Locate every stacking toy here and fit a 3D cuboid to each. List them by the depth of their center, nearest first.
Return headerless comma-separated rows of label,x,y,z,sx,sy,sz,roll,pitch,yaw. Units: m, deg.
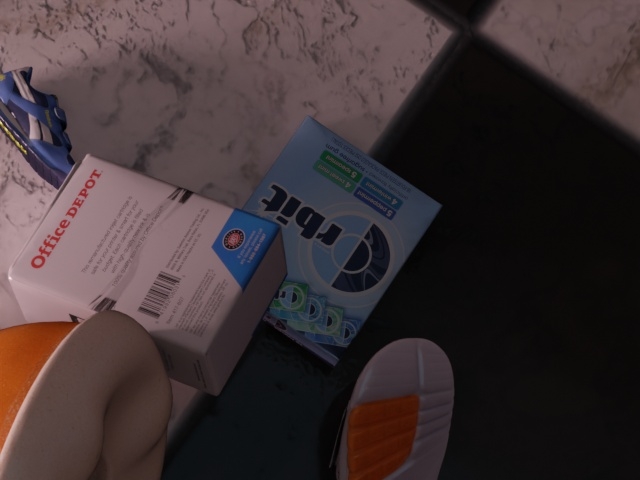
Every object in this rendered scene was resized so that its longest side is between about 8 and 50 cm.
stacking toy,-0.393,0.179,1.669,0.480,0.350,0.350,15,73,13

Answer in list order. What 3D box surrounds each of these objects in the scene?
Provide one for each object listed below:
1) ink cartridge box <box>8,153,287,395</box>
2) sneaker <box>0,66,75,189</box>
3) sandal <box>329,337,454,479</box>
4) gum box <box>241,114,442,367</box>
ink cartridge box,-0.153,0.029,1.779,0.203,0.086,0.148,21,62,18
sneaker,-0.257,-0.103,1.854,0.059,0.053,0.144,-37,85,-18
sandal,0.052,0.216,1.810,0.102,0.076,0.265,5,95,-23
gum box,0.000,0.000,1.872,0.157,0.041,0.184,34,74,1
